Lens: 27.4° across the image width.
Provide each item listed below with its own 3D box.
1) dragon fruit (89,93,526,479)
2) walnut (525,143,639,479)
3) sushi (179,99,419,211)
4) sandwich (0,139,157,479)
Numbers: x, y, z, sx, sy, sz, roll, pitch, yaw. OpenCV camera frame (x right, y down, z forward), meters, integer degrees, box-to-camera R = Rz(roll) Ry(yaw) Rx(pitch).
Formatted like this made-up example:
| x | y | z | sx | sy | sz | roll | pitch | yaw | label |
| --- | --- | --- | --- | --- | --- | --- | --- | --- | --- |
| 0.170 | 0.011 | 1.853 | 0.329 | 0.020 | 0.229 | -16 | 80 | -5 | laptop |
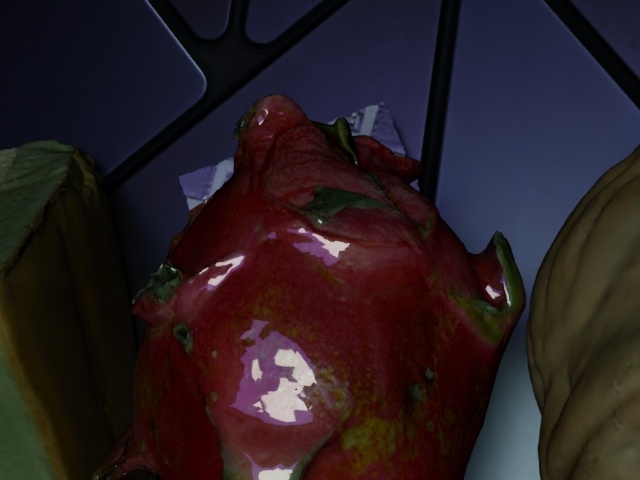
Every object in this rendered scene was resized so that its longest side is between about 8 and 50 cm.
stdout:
| x | y | z | sx | sy | sz | roll | pitch | yaw | label |
| --- | --- | --- | --- | --- | --- | --- | --- | --- | --- |
| -0.010 | 0.076 | 0.630 | 0.198 | 0.269 | 0.200 | 0 | 51 | -8 | dragon fruit |
| 0.239 | 0.056 | 0.544 | 0.313 | 0.252 | 0.277 | -28 | 86 | 19 | walnut |
| 0.000 | 0.000 | 0.725 | 0.126 | 0.026 | 0.120 | -20 | 78 | 1 | sushi |
| -0.160 | 0.063 | 0.711 | 0.108 | 0.220 | 0.186 | -12 | 114 | 7 | sandwich |
